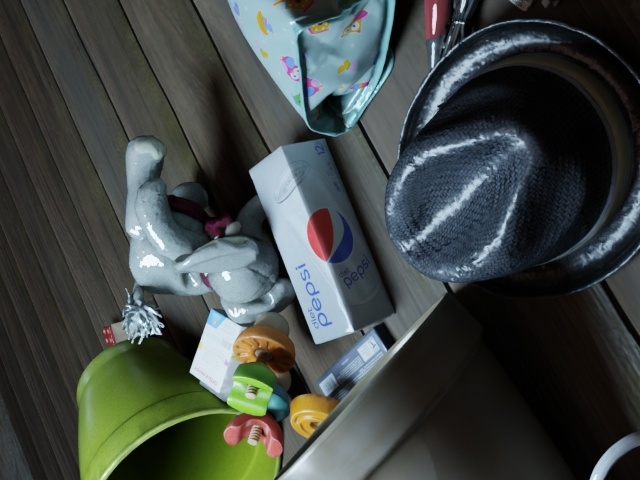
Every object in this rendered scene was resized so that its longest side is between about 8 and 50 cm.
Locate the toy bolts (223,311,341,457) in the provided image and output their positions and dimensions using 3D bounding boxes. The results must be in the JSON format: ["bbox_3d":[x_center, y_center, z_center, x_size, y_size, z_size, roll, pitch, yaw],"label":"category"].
[{"bbox_3d":[-0.053,0.243,1.142,0.218,0.158,0.228,20,136,-2],"label":"toy bolts"}]

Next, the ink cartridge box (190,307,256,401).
[{"bbox_3d":[-0.161,0.208,1.240,0.092,0.090,0.143,23,96,43],"label":"ink cartridge box"}]

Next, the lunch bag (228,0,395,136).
[{"bbox_3d":[-0.021,-0.281,0.890,0.223,0.160,0.262,54,170,21],"label":"lunch bag"}]

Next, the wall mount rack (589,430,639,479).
[{"bbox_3d":[0.282,0.369,0.664,0.130,0.304,0.350,-132,39,-64],"label":"wall mount rack"}]

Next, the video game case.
[{"bbox_3d":[0.111,0.289,1.046,0.274,0.026,0.196,57,137,18],"label":"video game case"}]

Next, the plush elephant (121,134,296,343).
[{"bbox_3d":[-0.173,0.008,1.125,0.272,0.255,0.330,68,-156,-64],"label":"plush elephant"}]

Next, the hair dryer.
[{"bbox_3d":[0.128,-0.312,0.772,0.293,0.080,0.223,60,139,15],"label":"hair dryer"}]

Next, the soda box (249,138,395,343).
[{"bbox_3d":[0.000,0.000,1.019,0.098,0.091,0.286,-26,83,49],"label":"soda box"}]

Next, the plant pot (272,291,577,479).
[{"bbox_3d":[0.146,0.271,0.820,0.280,0.323,0.323,42,134,8],"label":"plant pot"}]

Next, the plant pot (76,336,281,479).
[{"bbox_3d":[-0.320,0.379,1.361,0.353,0.366,0.366,41,132,49],"label":"plant pot"}]

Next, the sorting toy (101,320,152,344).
[{"bbox_3d":[-0.443,0.252,1.651,0.274,0.046,0.132,-17,90,50],"label":"sorting toy"}]

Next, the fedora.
[{"bbox_3d":[0.177,-0.056,0.721,0.334,0.152,0.334,25,129,35],"label":"fedora"}]
